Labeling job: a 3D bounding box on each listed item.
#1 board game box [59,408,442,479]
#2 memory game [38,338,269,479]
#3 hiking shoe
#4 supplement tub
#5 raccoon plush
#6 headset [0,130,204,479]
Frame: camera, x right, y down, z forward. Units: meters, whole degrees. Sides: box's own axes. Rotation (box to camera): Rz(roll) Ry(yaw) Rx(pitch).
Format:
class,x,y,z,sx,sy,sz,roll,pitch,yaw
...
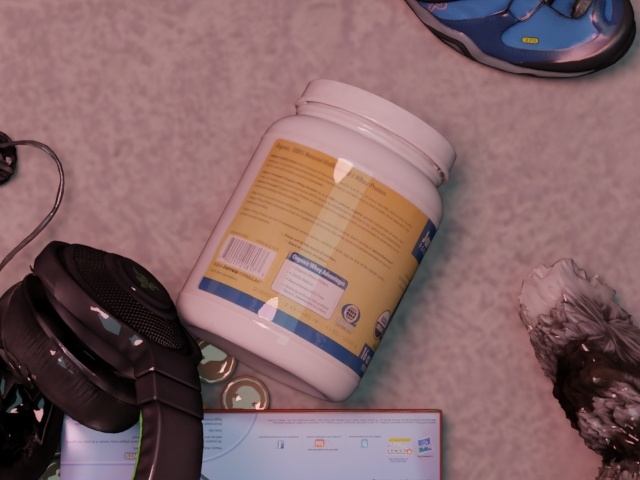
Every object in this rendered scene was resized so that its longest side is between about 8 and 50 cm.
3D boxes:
class,x,y,z,sx,sy,sz,roll,pitch,yaw
board game box,-0.050,0.196,1.257,0.281,0.027,0.145,1,85,-7
memory game,-0.123,0.150,1.272,0.186,0.012,0.186,0,86,-7
hiking shoe,0.102,-0.216,1.262,0.304,0.132,0.113,28,83,-3
supplement tub,0.000,0.000,1.227,0.144,0.144,0.199,28,81,-3
raccoon plush,0.219,0.274,1.250,0.216,0.446,0.299,17,125,-34
headset,-0.215,0.079,1.150,0.243,0.185,0.394,-30,53,23
